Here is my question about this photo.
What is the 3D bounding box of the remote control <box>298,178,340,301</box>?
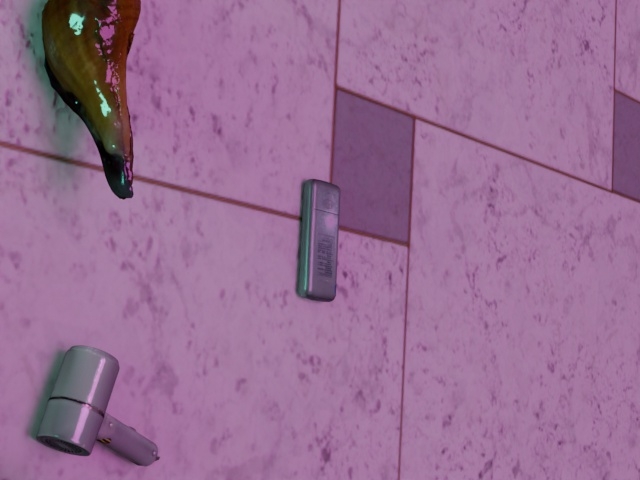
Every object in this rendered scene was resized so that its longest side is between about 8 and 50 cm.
[{"bbox_3d":[0.000,0.000,1.417,0.053,0.018,0.124,11,78,-50],"label":"remote control"}]

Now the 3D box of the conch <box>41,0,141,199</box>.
[{"bbox_3d":[-0.189,-0.149,1.134,0.080,0.086,0.232,2,87,-11],"label":"conch"}]

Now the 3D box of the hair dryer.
[{"bbox_3d":[-0.176,0.152,1.163,0.137,0.047,0.082,46,52,-47],"label":"hair dryer"}]
